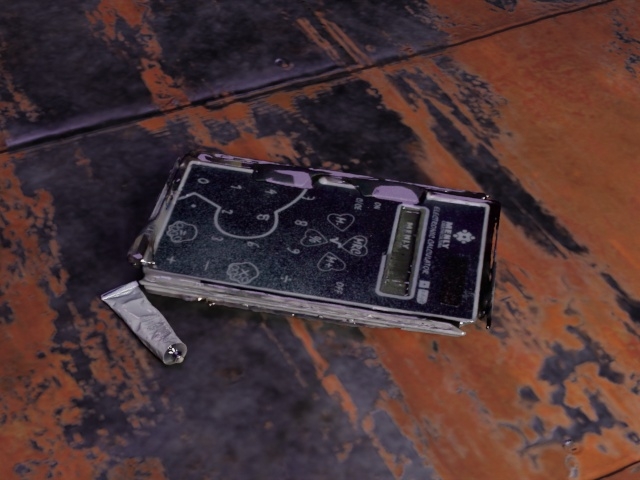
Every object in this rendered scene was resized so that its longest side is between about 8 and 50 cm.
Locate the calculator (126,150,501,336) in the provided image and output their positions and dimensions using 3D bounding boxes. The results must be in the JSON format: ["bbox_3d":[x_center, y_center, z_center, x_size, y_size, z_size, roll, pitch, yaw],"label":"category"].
[{"bbox_3d":[0.000,0.000,0.884,0.274,0.028,0.165,9,40,5],"label":"calculator"}]

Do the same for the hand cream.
[{"bbox_3d":[-0.126,0.062,0.827,0.030,0.019,0.093,-25,43,-25],"label":"hand cream"}]
